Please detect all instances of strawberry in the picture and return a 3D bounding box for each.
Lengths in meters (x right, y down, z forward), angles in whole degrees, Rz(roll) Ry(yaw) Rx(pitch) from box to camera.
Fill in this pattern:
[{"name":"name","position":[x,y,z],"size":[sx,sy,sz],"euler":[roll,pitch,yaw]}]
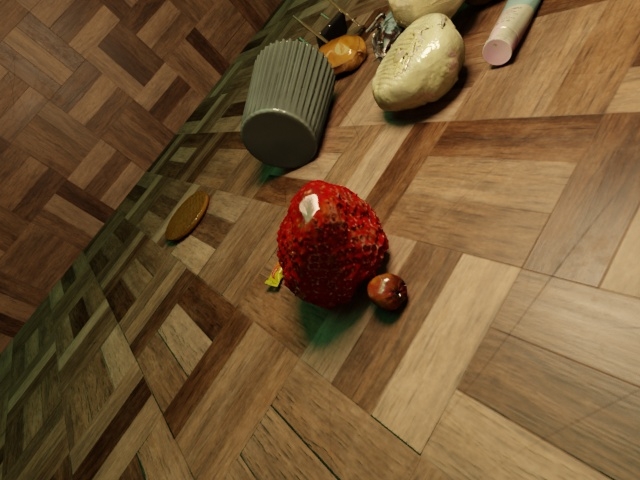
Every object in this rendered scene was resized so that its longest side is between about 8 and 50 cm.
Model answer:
[{"name":"strawberry","position":[0.003,-0.003,0.834],"size":[0.261,0.258,0.261],"euler":[-32,45,38]}]

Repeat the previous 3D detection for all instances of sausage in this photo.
[{"name":"sausage","position":[0.068,-0.690,1.517],"size":[0.241,0.120,0.136],"euler":[-2,71,46]}]

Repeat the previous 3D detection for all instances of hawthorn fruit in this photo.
[{"name":"hawthorn fruit","position":[0.125,0.098,0.764],"size":[0.077,0.077,0.077],"euler":[-28,40,27]}]

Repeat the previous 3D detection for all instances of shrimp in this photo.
[{"name":"shrimp","position":[0.254,-0.673,1.281],"size":[0.222,0.166,0.410],"euler":[15,71,23]}]

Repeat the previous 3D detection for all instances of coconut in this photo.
[{"name":"coconut","position":[0.292,-0.710,1.073],"size":[0.248,0.245,0.244],"euler":[-19,44,19]}]

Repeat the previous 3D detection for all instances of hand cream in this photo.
[{"name":"hand cream","position":[0.490,-0.561,1.013],"size":[0.111,0.070,0.312],"euler":[3,51,50]}]

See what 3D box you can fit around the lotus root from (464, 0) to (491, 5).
[{"name":"lotus root","position":[0.488,-0.756,1.116],"size":[0.314,0.141,0.169],"euler":[-12,45,52]}]

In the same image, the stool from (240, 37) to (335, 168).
[{"name":"stool","position":[-0.111,-0.445,1.341],"size":[0.297,0.297,0.329],"euler":[-19,48,35]}]

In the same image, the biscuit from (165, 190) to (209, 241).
[{"name":"biscuit","position":[-0.564,-0.103,1.708],"size":[0.262,0.037,0.261],"euler":[-29,40,27]}]

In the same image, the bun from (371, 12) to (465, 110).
[{"name":"bun","position":[0.260,-0.449,1.054],"size":[0.273,0.168,0.272],"euler":[-41,32,33]}]

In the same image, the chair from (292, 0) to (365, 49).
[{"name":"chair","position":[0.043,-0.888,1.709],"size":[0.272,0.166,0.188],"euler":[41,89,12]}]

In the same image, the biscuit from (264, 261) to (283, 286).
[{"name":"biscuit","position":[-0.066,-0.002,1.093],"size":[0.048,0.026,0.291],"euler":[4,59,45]}]
